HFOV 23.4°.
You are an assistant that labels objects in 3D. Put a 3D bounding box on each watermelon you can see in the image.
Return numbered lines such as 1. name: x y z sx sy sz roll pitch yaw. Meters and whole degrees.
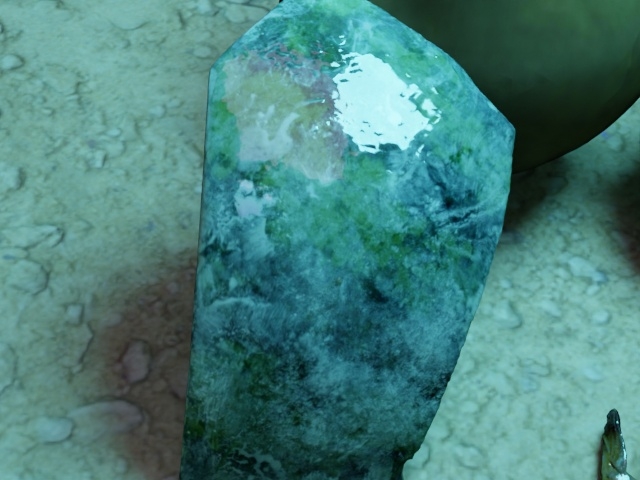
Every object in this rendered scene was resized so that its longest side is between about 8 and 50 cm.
1. watermelon: 0.000 0.000 1.190 0.228 0.258 0.387 10 91 -10

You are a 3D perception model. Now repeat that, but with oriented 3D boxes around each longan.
1. longan: 0.126 -0.188 1.287 0.288 0.288 0.350 -37 39 -28

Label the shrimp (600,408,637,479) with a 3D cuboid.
1. shrimp: 0.287 0.156 1.147 0.148 0.035 0.195 30 56 27
